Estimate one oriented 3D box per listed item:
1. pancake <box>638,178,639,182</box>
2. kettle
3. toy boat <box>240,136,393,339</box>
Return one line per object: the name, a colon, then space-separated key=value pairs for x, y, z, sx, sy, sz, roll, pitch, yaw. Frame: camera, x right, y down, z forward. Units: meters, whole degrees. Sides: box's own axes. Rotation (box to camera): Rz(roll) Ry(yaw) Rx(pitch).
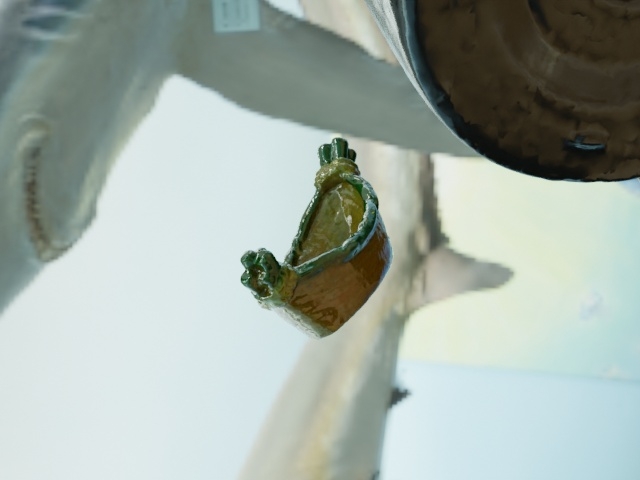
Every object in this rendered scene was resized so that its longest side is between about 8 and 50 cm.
pancake: x=0.379 y=-0.173 z=1.179 sx=0.082 sy=0.387 sz=0.387 roll=-18 pitch=-72 yaw=-41
kettle: x=0.103 y=-0.166 z=0.664 sx=0.268 sy=0.207 sz=0.290 roll=52 pitch=-173 yaw=-38
toy boat: x=0.000 y=0.000 z=1.018 sx=0.088 sy=0.089 sz=0.229 roll=56 pitch=-154 yaw=-12
